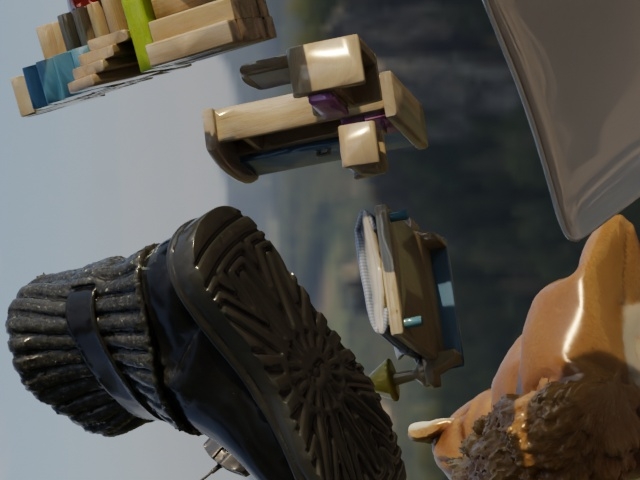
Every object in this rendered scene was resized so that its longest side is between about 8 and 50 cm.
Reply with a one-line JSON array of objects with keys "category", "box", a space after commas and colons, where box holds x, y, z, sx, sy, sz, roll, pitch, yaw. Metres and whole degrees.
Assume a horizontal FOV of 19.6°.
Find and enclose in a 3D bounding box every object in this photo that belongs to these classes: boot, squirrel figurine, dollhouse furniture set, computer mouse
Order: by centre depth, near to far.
[{"category": "boot", "box": [-0.098, 0.148, 1.619, 0.348, 0.260, 0.131, 60, -143, -6]}, {"category": "dollhouse furniture set", "box": [0.000, 0.000, 1.808, 0.286, 0.198, 0.303, 34, -133, -70]}, {"category": "computer mouse", "box": [-0.113, 0.226, 1.873, 0.242, 0.071, 0.041, -37, -31, -36]}, {"category": "squirrel figurine", "box": [0.247, 0.230, 2.161, 0.370, 0.281, 0.397, -35, 9, 43]}]

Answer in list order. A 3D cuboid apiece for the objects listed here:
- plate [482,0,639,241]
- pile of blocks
[{"category": "plate", "box": [0.275, -0.182, 1.713, 0.045, 0.277, 0.278, 16, 134, 54]}, {"category": "pile of blocks", "box": [-0.201, -0.201, 1.740, 0.362, 0.149, 0.113, -13, 94, 45]}]
